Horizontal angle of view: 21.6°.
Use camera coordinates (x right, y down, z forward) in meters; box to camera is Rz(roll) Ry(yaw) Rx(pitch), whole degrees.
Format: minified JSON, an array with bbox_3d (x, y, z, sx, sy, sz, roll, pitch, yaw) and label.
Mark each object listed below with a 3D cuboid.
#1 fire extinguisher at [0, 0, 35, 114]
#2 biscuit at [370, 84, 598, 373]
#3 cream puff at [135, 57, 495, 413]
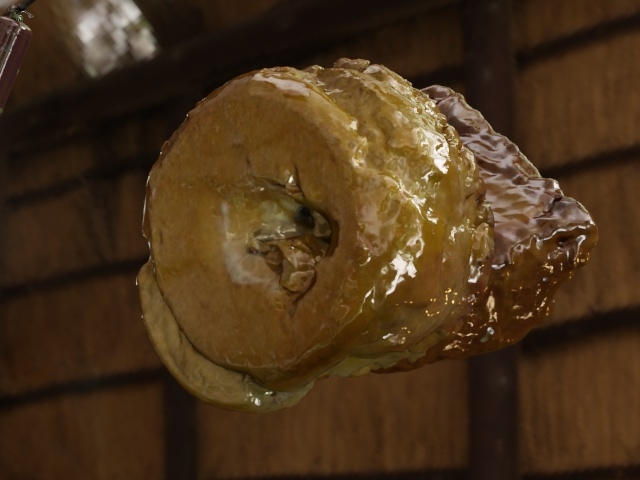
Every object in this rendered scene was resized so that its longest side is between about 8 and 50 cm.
[{"bbox_3d":[-0.324,-0.171,1.660,0.078,0.045,0.157,13,-99,54],"label":"fire extinguisher"},{"bbox_3d":[0.089,-0.014,1.974,0.343,0.166,0.395,-15,-145,-16],"label":"biscuit"},{"bbox_3d":[0.000,0.000,1.554,0.327,0.231,0.342,32,-73,29],"label":"cream puff"}]
